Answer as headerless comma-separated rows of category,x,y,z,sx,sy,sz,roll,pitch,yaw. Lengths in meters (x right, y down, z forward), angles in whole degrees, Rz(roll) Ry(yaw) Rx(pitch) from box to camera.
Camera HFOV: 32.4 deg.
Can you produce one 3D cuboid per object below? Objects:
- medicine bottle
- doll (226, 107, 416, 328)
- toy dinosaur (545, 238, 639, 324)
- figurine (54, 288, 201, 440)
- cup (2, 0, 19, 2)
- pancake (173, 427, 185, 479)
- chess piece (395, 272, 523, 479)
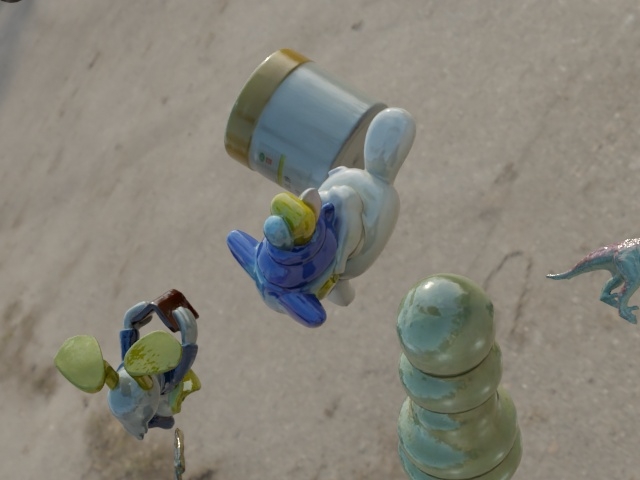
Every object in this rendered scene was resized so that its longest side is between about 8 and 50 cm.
medicine bottle,-0.024,-0.205,2.065,0.238,0.231,0.238,-51,-16,-21
doll,-0.007,-0.002,1.714,0.187,0.365,0.376,17,119,30
toy dinosaur,0.440,0.031,1.590,0.242,0.053,0.167,12,99,44
figurine,-0.313,0.226,1.954,0.338,0.204,0.284,87,-170,-52
cup,-0.322,-0.394,1.170,0.166,0.239,0.177,-28,-10,-4
pancake,-0.235,0.403,1.823,0.190,0.020,0.184,113,158,-71
chess piece,0.176,0.181,1.454,0.182,0.330,0.182,-6,43,6
